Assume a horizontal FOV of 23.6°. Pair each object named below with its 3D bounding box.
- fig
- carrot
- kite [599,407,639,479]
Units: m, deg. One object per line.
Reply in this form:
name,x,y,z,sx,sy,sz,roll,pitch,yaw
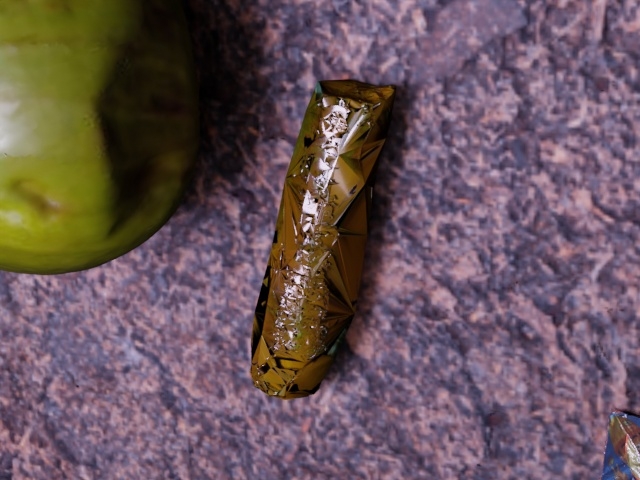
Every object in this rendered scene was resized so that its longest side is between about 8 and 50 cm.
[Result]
fig,-0.212,-0.091,0.980,0.271,0.239,0.239,-5,107,-9
carrot,-0.001,0.000,1.030,0.069,0.069,0.229,19,111,15
kite,0.228,0.180,0.997,0.183,0.010,0.160,-44,69,46
